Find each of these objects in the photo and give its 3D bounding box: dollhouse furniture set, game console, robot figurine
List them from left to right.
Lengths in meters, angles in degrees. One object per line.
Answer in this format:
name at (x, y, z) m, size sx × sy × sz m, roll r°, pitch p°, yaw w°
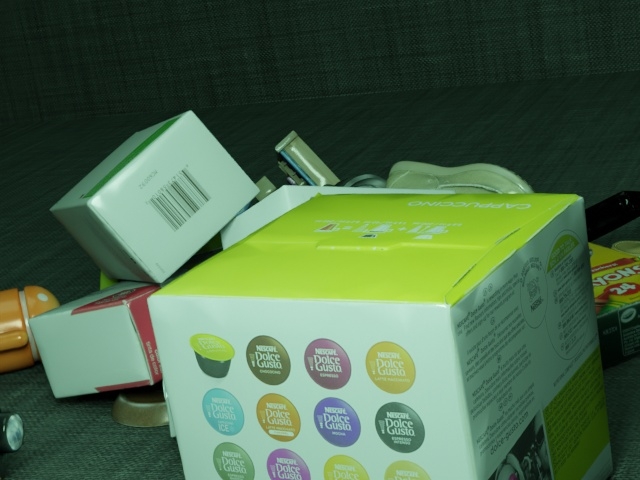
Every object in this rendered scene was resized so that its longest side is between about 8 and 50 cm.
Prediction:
robot figurine at (-0.490, 0.140, 2.238) m, size 0.219 × 0.128 × 0.158 m, roll -13°, pitch -27°, yaw -9°
dollhouse furniture set at (-0.091, -0.012, 2.641) m, size 0.303 × 0.198 × 0.286 m, roll -42°, pitch -4°, yaw -3°
game console at (0.349, -0.014, 2.132) m, size 0.213 × 0.044 × 0.361 m, roll -28°, pitch -11°, yaw 24°

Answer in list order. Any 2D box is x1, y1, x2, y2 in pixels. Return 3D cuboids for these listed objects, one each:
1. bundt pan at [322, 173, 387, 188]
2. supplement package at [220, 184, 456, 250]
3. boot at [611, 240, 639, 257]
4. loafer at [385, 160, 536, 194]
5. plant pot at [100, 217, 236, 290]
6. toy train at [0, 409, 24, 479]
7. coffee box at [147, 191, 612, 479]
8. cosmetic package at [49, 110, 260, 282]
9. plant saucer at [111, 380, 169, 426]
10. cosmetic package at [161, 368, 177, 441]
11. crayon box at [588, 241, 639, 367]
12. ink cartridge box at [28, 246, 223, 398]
bundt pan at (0.000, 0.000, 2.281) m, size 0.330 × 0.124 × 0.331 m, roll -26°, pitch 12°, yaw 6°
supplement package at (0.040, 0.037, 1.960) m, size 0.293 × 0.178 × 0.175 m, roll 0°, pitch -19°, yaw -36°
boot at (0.526, -0.033, 2.091) m, size 0.095 × 0.204 × 0.262 m, roll -22°, pitch 21°, yaw -36°
loafer at (0.200, -0.053, 2.113) m, size 0.268 × 0.102 × 0.092 m, roll 6°, pitch 58°, yaw 44°
plant pot at (-0.242, 0.015, 2.378) m, size 0.228 × 0.207 × 0.227 m, roll -6°, pitch 16°, yaw 10°
toy train at (-0.542, 0.275, 1.814) m, size 0.333 × 0.142 × 0.190 m, roll -6°, pitch 26°, yaw 14°
coffee box at (0.077, 0.151, 1.493) m, size 0.337 × 0.334 × 0.338 m, roll 1°, pitch 19°, yaw 32°
cosmetic package at (-0.245, -0.054, 2.060) m, size 0.197 × 0.155 × 0.365 m, roll -44°, pitch 13°, yaw -15°
plant saucer at (-0.211, 0.211, 2.010) m, size 0.168 × 0.029 × 0.168 m, roll -10°, pitch 16°, yaw 3°
cosmetic package at (-0.077, 0.178, 1.826) m, size 0.237 × 0.127 × 0.107 m, roll -8°, pitch -17°, yaw 4°
crayon box at (0.358, 0.081, 2.026) m, size 0.202 × 0.081 × 0.318 m, roll -17°, pitch 17°, yaw -23°
ink cartridge box at (-0.227, 0.111, 2.088) m, size 0.226 × 0.131 × 0.306 m, roll -13°, pitch 6°, yaw 42°
